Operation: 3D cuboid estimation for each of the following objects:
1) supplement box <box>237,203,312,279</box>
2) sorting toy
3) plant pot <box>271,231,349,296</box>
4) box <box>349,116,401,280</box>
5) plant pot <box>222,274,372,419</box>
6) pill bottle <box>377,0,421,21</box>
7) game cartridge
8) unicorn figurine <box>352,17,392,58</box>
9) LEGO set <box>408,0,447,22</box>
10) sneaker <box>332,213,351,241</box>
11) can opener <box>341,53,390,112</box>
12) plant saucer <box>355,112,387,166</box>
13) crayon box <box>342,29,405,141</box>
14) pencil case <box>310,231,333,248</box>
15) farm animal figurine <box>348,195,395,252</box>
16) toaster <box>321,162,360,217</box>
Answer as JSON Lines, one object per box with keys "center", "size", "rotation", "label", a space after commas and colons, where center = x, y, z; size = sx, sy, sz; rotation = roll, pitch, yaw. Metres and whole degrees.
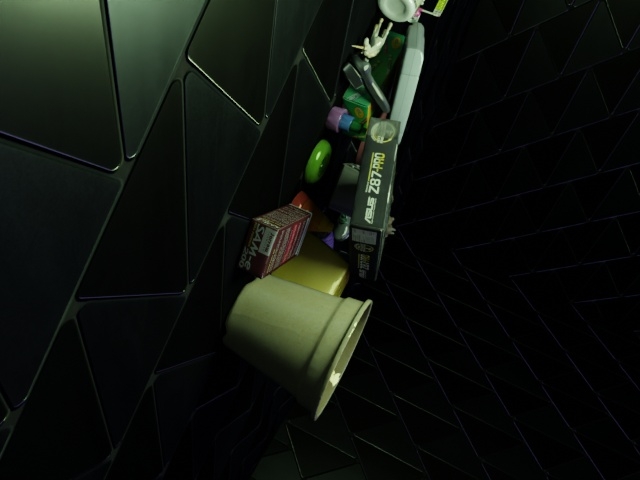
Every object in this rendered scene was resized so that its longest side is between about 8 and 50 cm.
{"center": [-0.107, -0.004, 1.299], "size": [0.130, 0.073, 0.239], "rotation": [-70, 168, 17], "label": "supplement box"}
{"center": [0.027, -0.169, 1.426], "size": [0.365, 0.126, 0.127], "rotation": [-67, 168, 13], "label": "sorting toy"}
{"center": [-0.024, 0.118, 1.624], "size": [0.212, 0.187, 0.212], "rotation": [-60, 167, -20], "label": "plant pot"}
{"center": [0.150, -0.098, 1.476], "size": [0.395, 0.097, 0.318], "rotation": [80, 23, -68], "label": "box"}
{"center": [-0.072, 0.244, 1.382], "size": [0.333, 0.306, 0.334], "rotation": [-60, 166, -25], "label": "plant pot"}
{"center": [0.228, -0.663, 1.359], "size": [0.184, 0.103, 0.103], "rotation": [-61, 167, -19], "label": "pill bottle"}
{"center": [0.228, -0.418, 1.452], "size": [0.294, 0.060, 0.196], "rotation": [100, 6, -46], "label": "game cartridge"}
{"center": [0.143, -0.519, 1.381], "size": [0.111, 0.060, 0.162], "rotation": [-66, 168, 3], "label": "unicorn figurine"}
{"center": [0.352, -0.797, 1.611], "size": [0.287, 0.107, 0.132], "rotation": [-68, 168, 13], "label": "LEGO set"}
{"center": [0.092, -0.108, 2.001], "size": [0.223, 0.083, 0.098], "rotation": [-65, 148, -23], "label": "sneaker"}
{"center": [0.125, -0.405, 1.372], "size": [0.073, 0.186, 0.059], "rotation": [-36, -140, 15], "label": "can opener"}
{"center": [0.217, -0.359, 1.965], "size": [0.332, 0.084, 0.332], "rotation": [-59, 166, -24], "label": "plant saucer"}
{"center": [0.157, -0.447, 1.534], "size": [0.278, 0.081, 0.165], "rotation": [-60, 167, -21], "label": "crayon box"}
{"center": [0.000, 0.000, 1.753], "size": [0.206, 0.086, 0.088], "rotation": [94, -12, -65], "label": "pencil case"}
{"center": [0.277, -0.069, 2.578], "size": [0.326, 0.172, 0.330], "rotation": [-60, 167, -23], "label": "farm animal figurine"}
{"center": [0.103, -0.165, 1.794], "size": [0.185, 0.110, 0.168], "rotation": [-68, 167, 13], "label": "toaster"}
